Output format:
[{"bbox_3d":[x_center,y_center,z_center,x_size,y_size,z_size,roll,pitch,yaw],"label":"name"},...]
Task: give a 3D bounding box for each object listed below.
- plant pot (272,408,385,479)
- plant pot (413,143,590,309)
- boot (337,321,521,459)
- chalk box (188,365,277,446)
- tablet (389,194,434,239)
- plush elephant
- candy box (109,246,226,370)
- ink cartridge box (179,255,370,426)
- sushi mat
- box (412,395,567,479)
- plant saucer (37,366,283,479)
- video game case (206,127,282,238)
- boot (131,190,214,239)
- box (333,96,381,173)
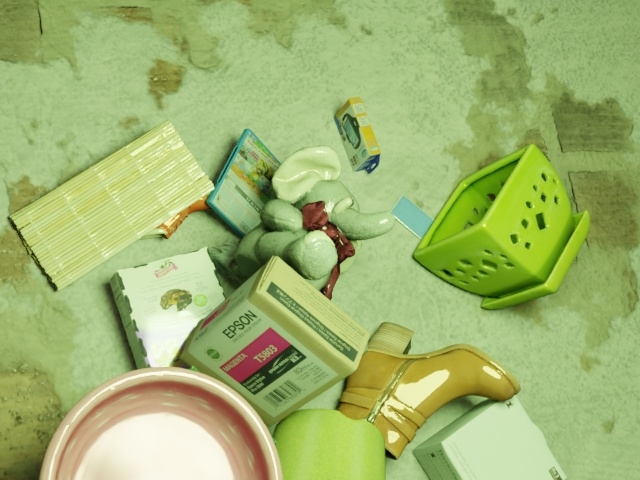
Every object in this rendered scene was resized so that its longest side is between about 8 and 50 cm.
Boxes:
[{"bbox_3d":[-0.002,0.411,1.508,0.276,0.276,0.254,21,52,-13],"label":"plant pot"},{"bbox_3d":[0.349,-0.008,1.814,0.207,0.227,0.228,42,60,-11],"label":"plant pot"},{"bbox_3d":[0.175,0.271,1.652,0.283,0.109,0.220,21,57,15],"label":"boot"},{"bbox_3d":[-0.238,0.364,1.455,0.179,0.180,0.289,44,60,-2],"label":"chalk box"},{"bbox_3d":[0.176,-0.045,1.875,0.083,0.006,0.054,40,61,-5],"label":"tablet"},{"bbox_3d":[0.000,0.000,1.627,0.255,0.330,0.272,-43,129,-24],"label":"plush elephant"},{"bbox_3d":[-0.237,0.127,1.607,0.164,0.070,0.196,-15,77,-26],"label":"candy box"},{"bbox_3d":[-0.073,0.160,1.485,0.193,0.234,0.088,39,42,-12],"label":"ink cartridge box"},{"bbox_3d":[-0.344,-0.062,1.623,0.316,0.019,0.151,-35,85,-16],"label":"sushi mat"},{"bbox_3d":[0.293,0.388,1.695,0.182,0.119,0.181,-28,82,-28],"label":"box"},{"bbox_3d":[-0.217,0.342,1.324,0.332,0.084,0.332,8,68,-20],"label":"plant saucer"},{"bbox_3d":[-0.130,-0.098,1.733,0.119,0.015,0.166,47,56,-37],"label":"video game case"},{"bbox_3d":[-0.249,-0.044,1.678,0.158,0.059,0.085,-9,77,-16],"label":"boot"},{"bbox_3d":[0.071,-0.193,1.846,0.028,0.081,0.136,-12,75,-25],"label":"box"}]
